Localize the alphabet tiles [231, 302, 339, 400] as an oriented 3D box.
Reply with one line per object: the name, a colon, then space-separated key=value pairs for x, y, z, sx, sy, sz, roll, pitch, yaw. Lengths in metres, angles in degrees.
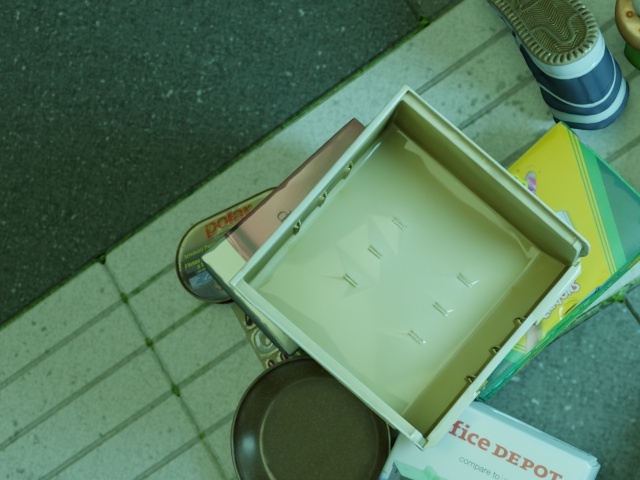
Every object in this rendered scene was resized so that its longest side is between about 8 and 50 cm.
alphabet tiles: x=0.018 y=0.066 z=1.459 sx=0.237 sy=0.009 sz=0.198 roll=-32 pitch=73 yaw=8

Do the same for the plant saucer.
plant saucer: x=-0.008 y=0.232 z=1.413 sx=0.198 sy=0.036 sz=0.199 roll=-2 pitch=84 yaw=23

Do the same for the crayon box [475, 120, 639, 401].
crayon box: x=0.224 y=0.025 z=1.363 sx=0.278 sy=0.081 sz=0.165 roll=-43 pitch=72 yaw=3

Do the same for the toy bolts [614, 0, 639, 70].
toy bolts: x=0.448 y=-0.285 z=1.317 sx=0.218 sy=0.158 sz=0.228 roll=24 pitch=88 yaw=19

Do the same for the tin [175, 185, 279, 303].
tin: x=-0.083 y=0.006 z=1.476 sx=0.189 sy=0.040 sz=0.106 roll=-24 pitch=78 yaw=11

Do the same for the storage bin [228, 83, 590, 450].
storage bin: x=0.092 y=0.035 z=1.247 sx=0.260 sy=0.123 sz=0.262 roll=41 pitch=83 yaw=3

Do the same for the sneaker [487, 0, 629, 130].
sneaker: x=0.264 y=-0.240 z=1.406 sx=0.099 sy=0.153 sz=0.282 roll=-28 pitch=43 yaw=12

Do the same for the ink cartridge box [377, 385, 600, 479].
ink cartridge box: x=0.150 y=0.318 z=1.317 sx=0.201 sy=0.117 sz=0.278 roll=24 pitch=88 yaw=19

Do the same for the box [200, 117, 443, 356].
box: x=0.000 y=0.000 z=1.373 sx=0.232 sy=0.127 sz=0.148 roll=-43 pitch=87 yaw=-6
